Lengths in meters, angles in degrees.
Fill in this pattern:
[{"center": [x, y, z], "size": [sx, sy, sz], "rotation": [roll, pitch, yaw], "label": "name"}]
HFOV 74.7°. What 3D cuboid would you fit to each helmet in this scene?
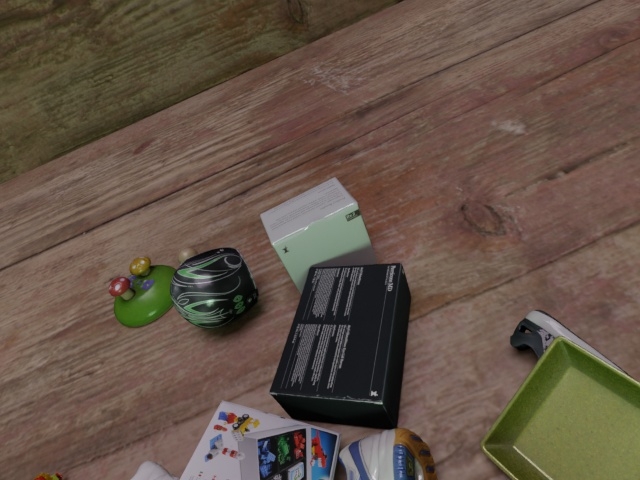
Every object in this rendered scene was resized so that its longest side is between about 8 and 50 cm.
[{"center": [-0.229, 0.104, 0.884], "size": [0.161, 0.170, 0.169], "rotation": [-22, 38, -22], "label": "helmet"}]

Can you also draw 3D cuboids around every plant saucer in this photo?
[{"center": [0.328, 0.247, 0.507], "size": [0.188, 0.045, 0.188], "rotation": [-56, 44, 3], "label": "plant saucer"}]

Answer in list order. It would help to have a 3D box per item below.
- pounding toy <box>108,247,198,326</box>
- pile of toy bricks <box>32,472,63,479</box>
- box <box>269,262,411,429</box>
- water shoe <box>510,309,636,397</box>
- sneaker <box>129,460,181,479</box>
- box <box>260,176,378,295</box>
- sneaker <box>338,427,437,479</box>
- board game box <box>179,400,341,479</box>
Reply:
[{"center": [-0.422, 0.096, 1.027], "size": [0.236, 0.110, 0.183], "rotation": [-24, 41, 2], "label": "pounding toy"}, {"center": [-0.492, 0.445, 0.714], "size": [0.212, 0.118, 0.105], "rotation": [-32, 10, 16], "label": "pile of toy bricks"}, {"center": [0.048, 0.169, 0.724], "size": [0.184, 0.103, 0.261], "rotation": [-6, 43, 25], "label": "box"}, {"center": [0.365, 0.187, 0.591], "size": [0.080, 0.073, 0.203], "rotation": [-53, 42, 10], "label": "water shoe"}, {"center": [-0.296, 0.418, 0.582], "size": [0.115, 0.090, 0.232], "rotation": [10, 42, 44], "label": "sneaker"}, {"center": [0.000, 0.000, 0.867], "size": [0.180, 0.182, 0.119], "rotation": [-26, 39, -3], "label": "box"}, {"center": [0.074, 0.388, 0.498], "size": [0.130, 0.112, 0.297], "rotation": [-26, 36, 32], "label": "sneaker"}, {"center": [-0.093, 0.350, 0.512], "size": [0.192, 0.053, 0.305], "rotation": [13, 27, 7], "label": "board game box"}]
